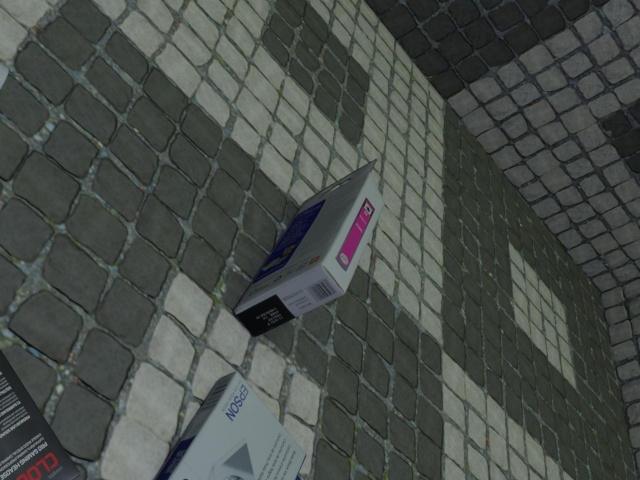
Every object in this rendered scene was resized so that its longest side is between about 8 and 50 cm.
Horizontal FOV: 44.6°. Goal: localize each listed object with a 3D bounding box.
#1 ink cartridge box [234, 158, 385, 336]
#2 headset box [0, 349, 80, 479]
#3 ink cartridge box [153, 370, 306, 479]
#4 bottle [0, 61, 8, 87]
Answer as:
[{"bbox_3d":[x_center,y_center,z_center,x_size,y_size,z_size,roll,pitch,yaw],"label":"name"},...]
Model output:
[{"bbox_3d":[0.000,0.000,1.273,0.069,0.175,0.371,51,31,-17],"label":"ink cartridge box"},{"bbox_3d":[-0.358,0.171,0.645,0.293,0.110,0.218,59,29,-3],"label":"headset box"},{"bbox_3d":[-0.092,0.318,0.995,0.224,0.045,0.223,53,30,-14],"label":"ink cartridge box"},{"bbox_3d":[-0.475,-0.245,0.834,0.283,0.092,0.118,38,33,-35],"label":"bottle"}]
